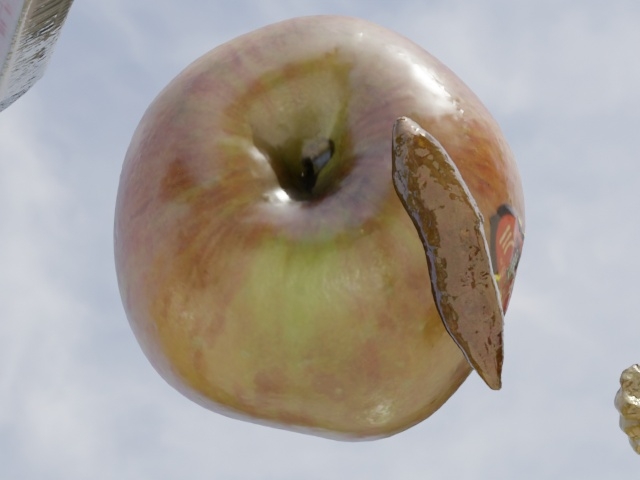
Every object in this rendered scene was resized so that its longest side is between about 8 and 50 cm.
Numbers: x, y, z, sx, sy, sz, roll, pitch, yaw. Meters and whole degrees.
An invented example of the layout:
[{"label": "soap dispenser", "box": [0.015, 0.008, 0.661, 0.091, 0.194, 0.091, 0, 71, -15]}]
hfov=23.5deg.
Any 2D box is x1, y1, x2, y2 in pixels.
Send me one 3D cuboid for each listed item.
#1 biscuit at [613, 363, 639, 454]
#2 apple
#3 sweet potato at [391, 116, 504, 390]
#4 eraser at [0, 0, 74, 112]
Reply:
[{"label": "biscuit", "box": [0.425, 0.213, 1.768, 0.183, 0.061, 0.118, 7, -75, -10]}, {"label": "apple", "box": [0.000, 0.000, 1.457, 0.400, 0.400, 0.333, -26, -28, -11]}, {"label": "sweet potato", "box": [0.100, 0.010, 1.140, 0.051, 0.218, 0.065, -21, 4, -16]}, {"label": "eraser", "box": [-0.236, -0.184, 1.155, 0.061, 0.089, 0.352, -36, 0, -22]}]
